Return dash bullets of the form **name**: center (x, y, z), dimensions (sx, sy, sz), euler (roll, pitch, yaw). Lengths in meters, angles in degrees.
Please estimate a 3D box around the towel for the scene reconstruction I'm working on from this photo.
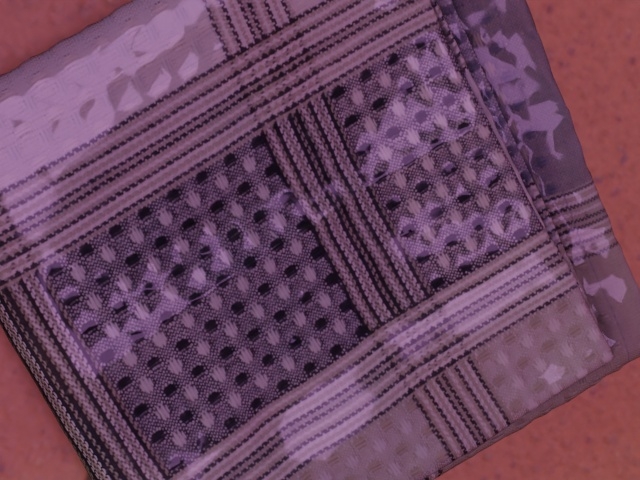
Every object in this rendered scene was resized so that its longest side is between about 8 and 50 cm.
- **towel**: center (0.000, 0.000, 0.765), dimensions (0.324, 0.056, 0.312), euler (-30, 103, -15)
